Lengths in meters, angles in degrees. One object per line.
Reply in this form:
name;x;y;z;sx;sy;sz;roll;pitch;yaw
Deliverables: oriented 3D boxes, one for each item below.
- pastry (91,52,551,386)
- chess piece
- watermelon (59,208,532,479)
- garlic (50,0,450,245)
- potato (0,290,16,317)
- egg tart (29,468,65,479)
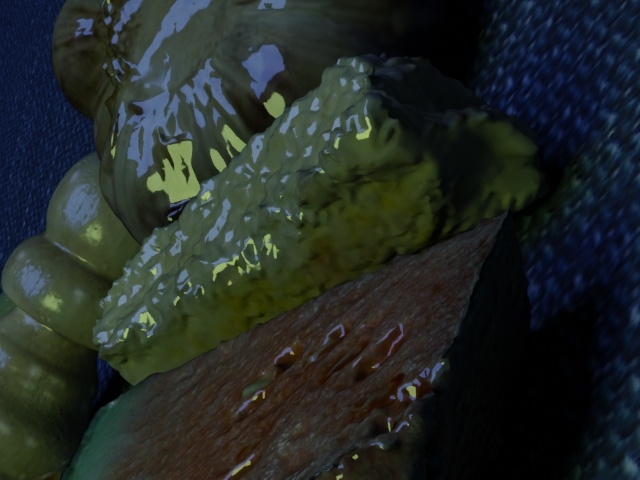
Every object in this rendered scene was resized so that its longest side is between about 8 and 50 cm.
pastry;-0.006;0.000;0.756;0.258;0.121;0.089;-48;45;42
chess piece;-0.182;0.055;1.158;0.260;0.143;0.143;-61;20;4
watermelon;0.002;0.096;0.661;0.257;0.140;0.193;-41;25;32
garlic;-0.031;-0.098;0.899;0.245;0.160;0.244;-9;75;37
potato;-0.224;0.107;1.326;0.120;0.081;0.149;10;57;40
egg tart;-0.198;0.256;0.898;0.315;0.120;0.315;-40;11;9
